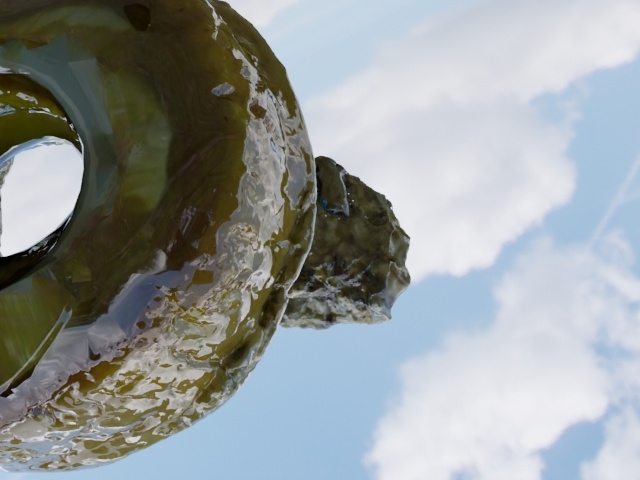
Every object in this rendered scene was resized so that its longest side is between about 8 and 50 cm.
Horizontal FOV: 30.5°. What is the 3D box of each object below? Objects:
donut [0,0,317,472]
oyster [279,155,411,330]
[{"bbox_3d":[-0.175,-0.024,0.677,0.330,0.330,0.160,-25,160,13],"label":"donut"},{"bbox_3d":[0.000,0.000,1.388,0.222,0.214,0.083,3,171,17],"label":"oyster"}]
